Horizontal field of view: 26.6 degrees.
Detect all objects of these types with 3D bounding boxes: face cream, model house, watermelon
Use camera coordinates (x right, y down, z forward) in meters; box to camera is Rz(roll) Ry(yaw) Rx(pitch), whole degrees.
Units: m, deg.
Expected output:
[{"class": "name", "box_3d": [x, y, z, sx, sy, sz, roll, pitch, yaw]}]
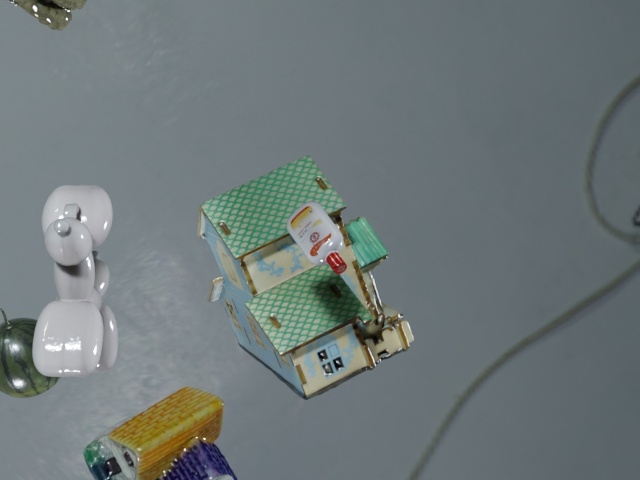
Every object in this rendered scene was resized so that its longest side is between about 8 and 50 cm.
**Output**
[{"class": "face cream", "box_3d": [0.000, 0.000, 1.244, 0.040, 0.083, 0.021, -43, 139, 8]}, {"class": "model house", "box_3d": [-0.115, 0.176, 1.051, 0.088, 0.100, 0.100, -28, 89, -33]}, {"class": "model house", "box_3d": [-0.026, 0.021, 1.440, 0.178, 0.271, 0.206, -26, 108, -12]}, {"class": "watermelon", "box_3d": [-0.392, 0.143, 1.769, 0.105, 0.105, 0.133, -33, 122, -18]}]

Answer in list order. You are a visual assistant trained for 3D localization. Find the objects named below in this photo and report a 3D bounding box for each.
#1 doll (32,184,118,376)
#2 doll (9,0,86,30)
[{"class": "doll", "box_3d": [-0.203, 0.033, 1.133, 0.059, 0.161, 0.160, 1, 85, 1]}, {"class": "doll", "box_3d": [-0.380, -0.312, 1.546, 0.286, 0.203, 0.091, -7, 68, -36]}]
